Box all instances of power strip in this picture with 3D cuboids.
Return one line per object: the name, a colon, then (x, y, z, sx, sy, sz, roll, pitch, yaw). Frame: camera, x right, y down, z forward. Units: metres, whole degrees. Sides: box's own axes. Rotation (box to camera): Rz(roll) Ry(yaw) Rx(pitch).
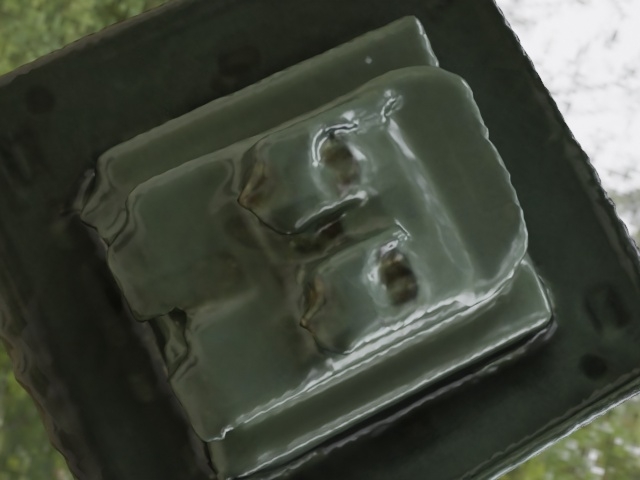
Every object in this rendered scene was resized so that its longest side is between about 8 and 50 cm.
power strip: (0.000, 0.000, 0.540, 0.198, 0.213, 0.064, 61, -16, 2)
